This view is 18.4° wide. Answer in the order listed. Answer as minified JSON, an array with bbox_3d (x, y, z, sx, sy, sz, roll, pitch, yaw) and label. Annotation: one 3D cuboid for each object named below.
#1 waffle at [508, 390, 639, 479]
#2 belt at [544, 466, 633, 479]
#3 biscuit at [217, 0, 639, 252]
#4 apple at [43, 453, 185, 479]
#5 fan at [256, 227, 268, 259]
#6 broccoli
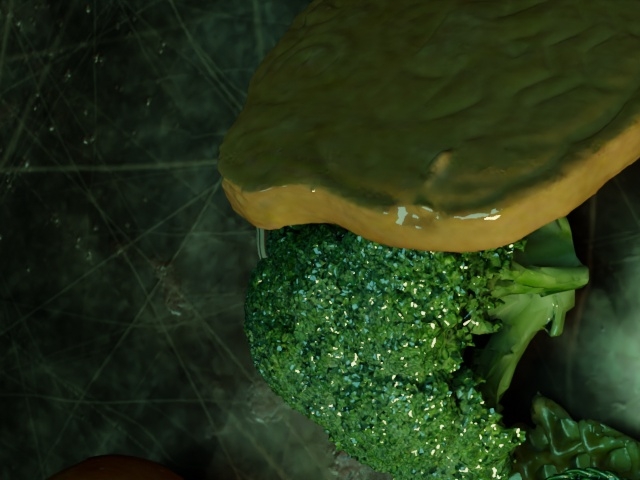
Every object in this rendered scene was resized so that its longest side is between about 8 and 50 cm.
[{"bbox_3d":[0.224,0.255,1.613,0.223,0.054,0.204,27,102,27],"label":"waffle"},{"bbox_3d":[0.207,0.248,1.552,0.151,0.079,0.121,-28,63,19],"label":"belt"},{"bbox_3d":[0.117,-0.141,1.529,0.365,0.385,0.062,6,135,33],"label":"biscuit"},{"bbox_3d":[-0.187,0.316,1.722,0.206,0.251,0.272,27,126,9],"label":"apple"},{"bbox_3d":[0.000,0.000,1.759,0.132,0.009,0.220,-24,78,28],"label":"fan"},{"bbox_3d":[0.079,0.063,1.591,0.275,0.308,0.308,-12,82,-15],"label":"broccoli"}]
